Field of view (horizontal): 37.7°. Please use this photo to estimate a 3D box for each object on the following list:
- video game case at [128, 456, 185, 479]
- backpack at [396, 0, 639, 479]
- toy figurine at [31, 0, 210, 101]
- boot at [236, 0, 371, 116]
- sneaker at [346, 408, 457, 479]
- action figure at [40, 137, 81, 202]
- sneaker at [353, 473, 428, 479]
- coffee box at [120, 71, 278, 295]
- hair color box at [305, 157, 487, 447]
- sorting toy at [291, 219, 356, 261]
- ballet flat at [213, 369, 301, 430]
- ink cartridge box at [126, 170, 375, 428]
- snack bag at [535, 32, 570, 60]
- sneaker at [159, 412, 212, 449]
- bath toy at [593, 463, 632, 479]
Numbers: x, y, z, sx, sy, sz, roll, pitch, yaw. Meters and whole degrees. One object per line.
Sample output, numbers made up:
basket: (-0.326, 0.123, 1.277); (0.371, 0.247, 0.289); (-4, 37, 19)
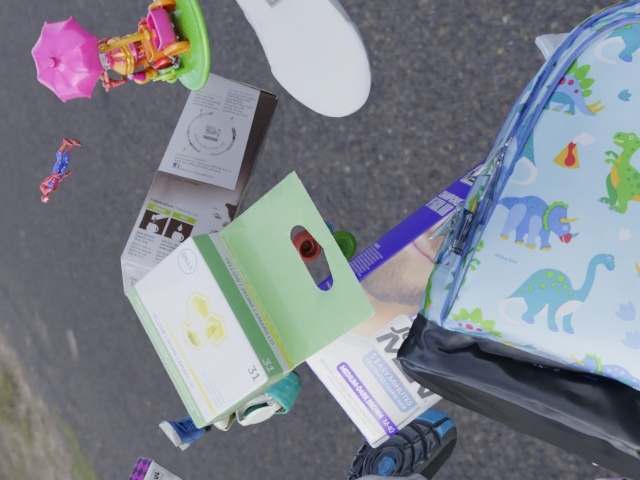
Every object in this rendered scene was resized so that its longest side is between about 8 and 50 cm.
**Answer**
video game case: (-0.276, 0.506, 1.554); (0.041, 0.232, 0.210); (4, 150, 37)
backpack: (0.248, -0.012, 0.763); (0.290, 0.356, 0.273); (23, 166, 16)
toy figurine: (-0.219, -0.194, 0.970); (0.173, 0.159, 0.130); (-15, 95, 66)
boot: (-0.032, -0.246, 0.891); (0.258, 0.095, 0.123); (53, -154, -27)
sneaker: (0.107, 0.413, 1.514); (0.341, 0.139, 0.125); (-48, 29, 10)
action figure: (-0.429, -0.112, 1.534); (0.030, 0.038, 0.115); (36, 106, 10)
sneaker: (0.036, 0.391, 1.327); (0.118, 0.292, 0.110); (-109, 15, -73)
coffee box: (-0.166, -0.061, 1.298); (0.168, 0.118, 0.297); (116, 173, -69)
hair color box: (0.139, 0.072, 1.151); (0.185, 0.339, 0.110); (52, 179, -12)
sorting toy: (0.000, 0.000, 1.361); (0.042, 0.102, 0.061); (34, 119, 59)
ballet flat: (-0.144, 0.279, 1.612); (0.247, 0.087, 0.083); (-18, 123, 31)
ink cartridge box: (-0.078, 0.064, 0.952); (0.235, 0.056, 0.171); (-38, 76, 34)
snack bag: (0.490, -0.191, 1.371); (0.037, 0.342, 0.323); (-43, 65, 52)
sneaker: (-0.250, 0.348, 1.775); (0.058, 0.084, 0.152); (46, 168, 19)
bath toy: (0.597, 0.424, 1.843); (0.151, 0.129, 0.348); (67, -160, -78)
